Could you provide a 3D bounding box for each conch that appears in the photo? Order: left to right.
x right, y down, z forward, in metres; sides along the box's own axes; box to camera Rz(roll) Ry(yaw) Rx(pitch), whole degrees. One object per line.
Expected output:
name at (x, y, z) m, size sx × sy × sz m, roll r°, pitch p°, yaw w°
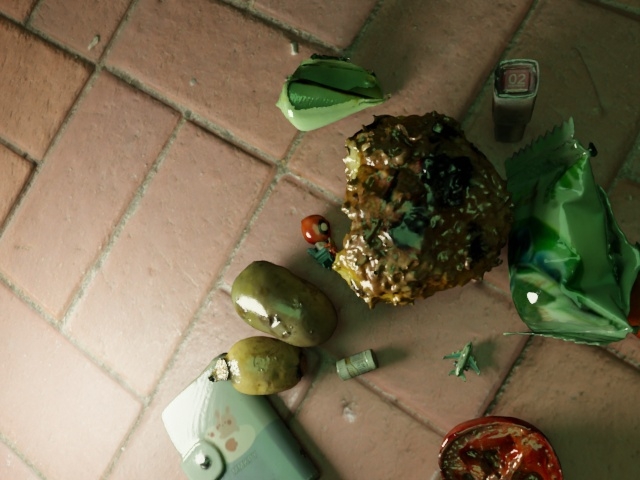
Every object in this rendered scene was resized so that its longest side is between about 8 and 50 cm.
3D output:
conch at (0.018, -0.352, 1.217) m, size 0.251 × 0.137 × 0.143 m, roll -23°, pitch 75°, yaw 12°

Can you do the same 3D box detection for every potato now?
potato at (-0.083, 0.140, 1.159) m, size 0.262 × 0.165 × 0.164 m, roll 19°, pitch 87°, yaw 25°

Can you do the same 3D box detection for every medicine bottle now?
medicine bottle at (0.081, 0.273, 1.146) m, size 0.083 × 0.047 × 0.047 m, roll -23°, pitch 75°, yaw 12°

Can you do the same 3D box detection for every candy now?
candy at (0.436, -0.008, 0.983) m, size 0.172 × 0.263 × 0.397 m, roll -5°, pitch 80°, yaw -20°

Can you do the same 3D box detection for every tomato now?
tomato at (0.346, 0.442, 1.016) m, size 0.228 × 0.101 × 0.227 m, roll 0°, pitch 90°, yaw 19°

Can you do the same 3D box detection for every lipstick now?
lipstick at (0.381, -0.264, 1.032) m, size 0.079 × 0.253 × 0.077 m, roll 4°, pitch 81°, yaw 18°

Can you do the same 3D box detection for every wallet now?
wallet at (-0.201, 0.465, 1.186) m, size 0.252 × 0.083 × 0.360 m, roll -42°, pitch 71°, yaw 1°

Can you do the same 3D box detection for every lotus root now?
lotus root at (-0.141, 0.279, 1.165) m, size 0.221 × 0.118 × 0.125 m, roll 0°, pitch 43°, yaw -4°

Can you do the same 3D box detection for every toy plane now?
toy plane at (0.299, 0.251, 1.092) m, size 0.080 × 0.033 × 0.083 m, roll 22°, pitch 81°, yaw 20°

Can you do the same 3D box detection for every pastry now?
pastry at (0.200, -0.065, 1.041) m, size 0.338 × 0.292 × 0.404 m, roll 4°, pitch 73°, yaw 7°

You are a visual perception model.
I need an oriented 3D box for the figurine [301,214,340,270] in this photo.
figurine at (0.000, 0.000, 1.207) m, size 0.075 × 0.068 × 0.140 m, roll -35°, pitch 67°, yaw 12°

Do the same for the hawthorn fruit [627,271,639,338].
hawthorn fruit at (0.629, 0.108, 0.946) m, size 0.189 × 0.189 × 0.189 m, roll -3°, pitch 81°, yaw 16°
